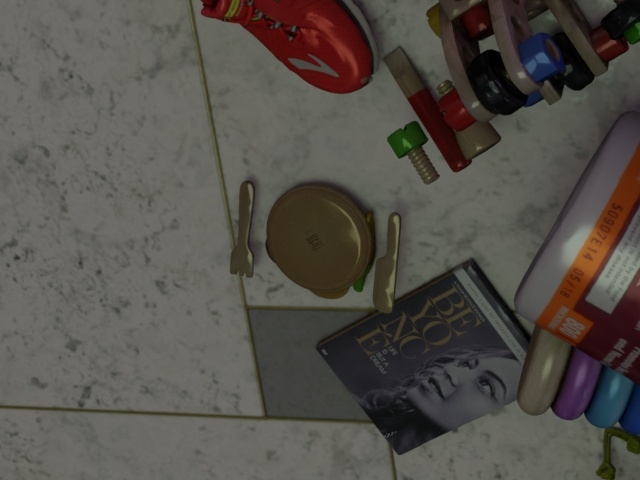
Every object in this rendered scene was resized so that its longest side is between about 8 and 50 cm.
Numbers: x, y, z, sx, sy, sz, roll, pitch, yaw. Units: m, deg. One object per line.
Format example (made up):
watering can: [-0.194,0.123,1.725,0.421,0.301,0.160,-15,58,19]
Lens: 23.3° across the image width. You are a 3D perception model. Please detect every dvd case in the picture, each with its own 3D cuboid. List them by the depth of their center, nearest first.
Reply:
dvd case: [0.126,0.134,1.714,0.221,0.018,0.164,-31,104,29]

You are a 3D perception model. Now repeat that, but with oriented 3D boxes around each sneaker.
sneaker: [-0.067,-0.234,1.525,0.279,0.118,0.107,42,127,-4]

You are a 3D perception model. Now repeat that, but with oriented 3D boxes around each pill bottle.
pill bottle: [0.399,0.066,1.440,0.392,0.224,0.224,30,122,6]

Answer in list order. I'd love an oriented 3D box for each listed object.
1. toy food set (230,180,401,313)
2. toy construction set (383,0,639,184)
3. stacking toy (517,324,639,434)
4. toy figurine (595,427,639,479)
toy food set: [0.000,0.000,1.681,0.192,0.038,0.132,14,113,18]
toy construction set: [0.137,-0.218,1.444,0.237,0.257,0.309,58,144,5]
stacking toy: [0.375,0.154,1.579,0.330,0.141,0.141,17,121,6]
toy figurine: [0.410,0.393,1.694,0.191,0.217,0.362,-3,72,35]
